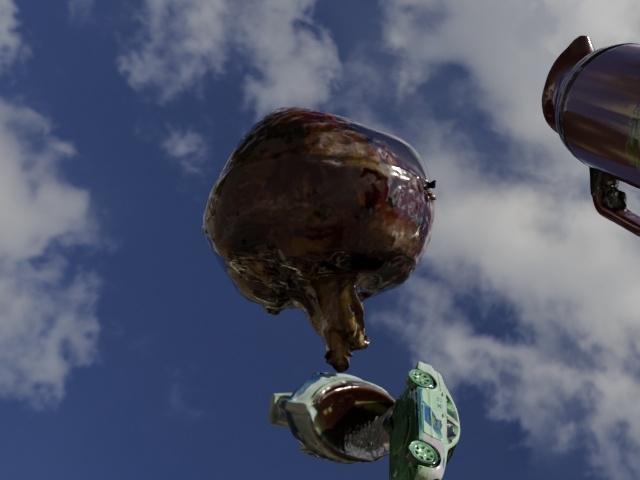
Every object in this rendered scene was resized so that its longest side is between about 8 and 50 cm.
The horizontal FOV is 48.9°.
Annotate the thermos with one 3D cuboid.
[{"bbox_3d":[0.271,-0.078,0.543,0.109,0.330,0.136,-30,-68,3],"label":"thermos"}]

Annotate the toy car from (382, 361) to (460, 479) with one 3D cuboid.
[{"bbox_3d":[0.122,0.239,0.836,0.076,0.224,0.090,22,-65,-3],"label":"toy car"}]

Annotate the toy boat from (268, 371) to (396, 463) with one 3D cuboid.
[{"bbox_3d":[0.021,0.237,0.945,0.115,0.262,0.114,-5,-111,43],"label":"toy boat"}]

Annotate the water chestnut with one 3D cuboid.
[{"bbox_3d":[0.000,0.000,0.948,0.335,0.335,0.347,-3,-106,21],"label":"water chestnut"}]
